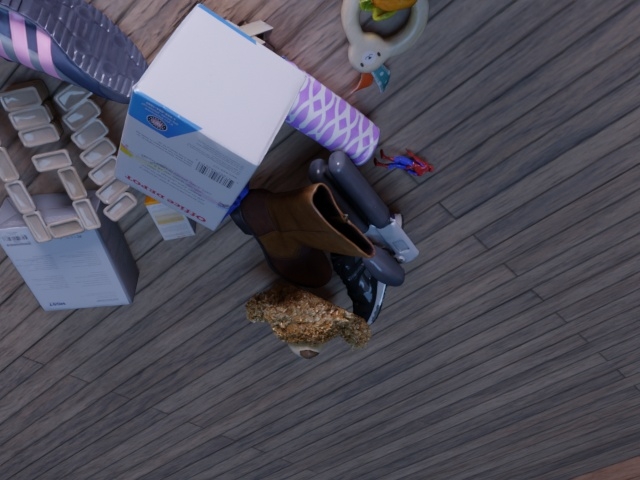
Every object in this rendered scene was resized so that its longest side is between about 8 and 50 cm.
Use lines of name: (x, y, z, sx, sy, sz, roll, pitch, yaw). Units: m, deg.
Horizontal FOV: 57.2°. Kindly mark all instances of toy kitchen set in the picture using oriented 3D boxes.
toy kitchen set: (-0.106, -0.271, 0.848, 0.068, 0.083, 0.075, -33, 147, -32)

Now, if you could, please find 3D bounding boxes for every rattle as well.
rattle: (0.092, -0.264, 0.821, 0.130, 0.143, 0.200, -4, 133, -28)

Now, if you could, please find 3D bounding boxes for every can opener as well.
can opener: (0.078, -0.024, 0.982, 0.075, 0.095, 0.283, -18, 136, 28)

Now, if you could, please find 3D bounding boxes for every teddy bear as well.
teddy bear: (-0.030, 0.158, 1.150, 0.245, 0.338, 0.113, 25, 85, -22)

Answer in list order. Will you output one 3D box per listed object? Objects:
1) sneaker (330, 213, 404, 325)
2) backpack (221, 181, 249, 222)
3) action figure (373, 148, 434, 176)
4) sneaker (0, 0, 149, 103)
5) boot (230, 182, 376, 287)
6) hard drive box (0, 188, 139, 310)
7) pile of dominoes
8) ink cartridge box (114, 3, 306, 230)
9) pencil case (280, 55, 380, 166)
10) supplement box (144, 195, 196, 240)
sneaker: (0.076, 0.052, 1.182, 0.124, 0.107, 0.284, 9, 127, -2)
backpack: (-0.191, -0.098, 0.993, 0.120, 0.101, 0.098, 33, 118, -27)
action figure: (0.151, -0.136, 1.031, 0.115, 0.030, 0.038, 11, 139, -22)
sneaker: (-0.390, -0.280, 0.803, 0.319, 0.112, 0.131, 33, 142, -29)
boot: (0.000, 0.000, 1.009, 0.280, 0.096, 0.264, 2, 135, 52)
hard drive box: (-0.467, 0.024, 1.102, 0.180, 0.089, 0.232, -4, 135, 0)
pile of dominoes: (-0.414, -0.129, 0.941, 0.195, 0.040, 0.251, -13, 121, 2)
ink cartridge box: (-0.160, -0.156, 0.814, 0.171, 0.168, 0.232, 30, 150, -13)
pencil case: (-0.002, -0.194, 0.922, 0.206, 0.087, 0.088, 31, 160, -28)
supplement box: (-0.274, -0.050, 1.079, 0.062, 0.036, 0.099, -10, 136, 5)
